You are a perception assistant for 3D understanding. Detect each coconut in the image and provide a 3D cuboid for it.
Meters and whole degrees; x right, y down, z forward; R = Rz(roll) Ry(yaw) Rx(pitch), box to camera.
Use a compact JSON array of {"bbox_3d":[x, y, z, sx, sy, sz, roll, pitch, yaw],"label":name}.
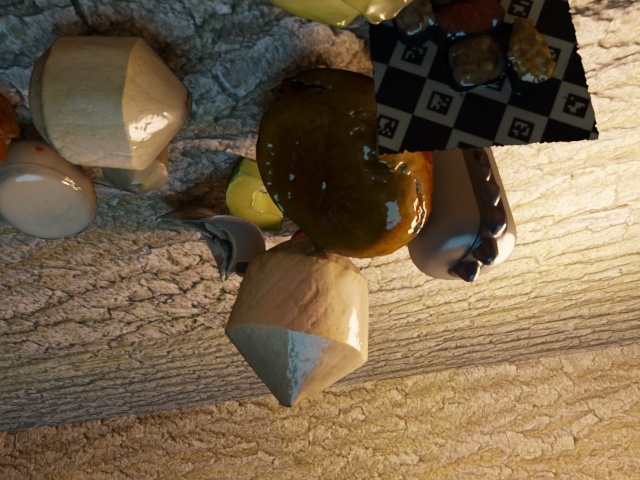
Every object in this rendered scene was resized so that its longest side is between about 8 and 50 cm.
[{"bbox_3d":[-0.312,-0.212,0.793,0.222,0.202,0.202,2,148,-1],"label":"coconut"},{"bbox_3d":[-0.343,-0.144,0.964,0.116,0.122,0.116,-4,148,-3],"label":"coconut"},{"bbox_3d":[-0.038,0.169,1.032,0.329,0.328,0.328,-4,148,-2],"label":"coconut"}]

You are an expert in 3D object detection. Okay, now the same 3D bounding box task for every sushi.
[{"bbox_3d":[0.211,-0.265,0.688,0.294,0.292,0.059,-6,171,3],"label":"sushi"}]

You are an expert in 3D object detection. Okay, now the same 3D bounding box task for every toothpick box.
[{"bbox_3d":[0.263,-0.067,0.993,0.229,0.316,0.229,-4,147,-3],"label":"toothpick box"}]

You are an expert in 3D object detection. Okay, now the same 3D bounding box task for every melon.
[{"bbox_3d":[-0.145,-0.099,1.128,0.118,0.064,0.209,-2,146,-2],"label":"melon"}]

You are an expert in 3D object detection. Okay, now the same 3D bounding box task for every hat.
[{"bbox_3d":[-0.222,-0.025,1.146,0.226,0.164,0.219,-24,123,27],"label":"hat"}]

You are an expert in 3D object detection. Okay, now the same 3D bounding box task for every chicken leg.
[{"bbox_3d":[0.243,-0.235,0.789,0.252,0.087,0.107,-19,143,-21],"label":"chicken leg"}]

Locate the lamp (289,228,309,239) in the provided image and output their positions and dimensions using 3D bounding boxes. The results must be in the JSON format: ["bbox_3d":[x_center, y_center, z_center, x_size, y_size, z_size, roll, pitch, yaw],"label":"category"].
[{"bbox_3d":[0.000,0.000,1.225,0.182,0.140,0.182,-35,-177,2],"label":"lamp"}]

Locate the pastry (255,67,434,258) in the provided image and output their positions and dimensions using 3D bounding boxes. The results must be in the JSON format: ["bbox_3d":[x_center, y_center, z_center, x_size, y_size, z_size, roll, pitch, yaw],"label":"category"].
[{"bbox_3d":[0.037,-0.123,0.897,0.356,0.164,0.355,18,128,25],"label":"pastry"}]

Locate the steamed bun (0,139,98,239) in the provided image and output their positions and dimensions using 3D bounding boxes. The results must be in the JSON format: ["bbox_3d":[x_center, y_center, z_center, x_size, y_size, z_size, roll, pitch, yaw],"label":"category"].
[{"bbox_3d":[-0.535,-0.107,0.990,0.177,0.130,0.228,-15,147,-3],"label":"steamed bun"}]

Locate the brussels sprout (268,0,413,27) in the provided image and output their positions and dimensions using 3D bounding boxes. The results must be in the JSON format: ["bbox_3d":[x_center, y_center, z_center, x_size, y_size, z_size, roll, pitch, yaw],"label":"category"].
[{"bbox_3d":[0.029,-0.390,0.517,0.328,0.247,0.328,-2,164,0],"label":"brussels sprout"}]

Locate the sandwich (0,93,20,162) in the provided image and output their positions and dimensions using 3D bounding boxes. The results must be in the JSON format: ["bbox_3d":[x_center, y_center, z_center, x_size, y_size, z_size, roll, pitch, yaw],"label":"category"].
[{"bbox_3d":[-0.696,-0.214,0.798,0.326,0.131,0.262,-12,149,6],"label":"sandwich"}]
